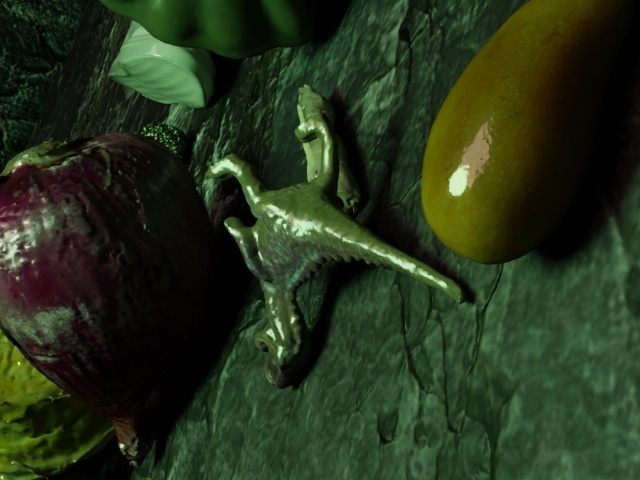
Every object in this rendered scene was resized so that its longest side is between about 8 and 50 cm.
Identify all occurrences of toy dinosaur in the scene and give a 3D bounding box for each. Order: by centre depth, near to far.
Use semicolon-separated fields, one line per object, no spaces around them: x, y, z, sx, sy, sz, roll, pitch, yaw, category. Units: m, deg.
0.003;0.000;0.778;0.251;0.072;0.199;-34;68;41;toy dinosaur

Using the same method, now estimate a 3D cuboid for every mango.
0.116;-0.074;0.590;0.184;0.085;0.102;-67;23;-6;mango

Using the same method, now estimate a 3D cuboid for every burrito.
0.004;-0.081;0.905;0.185;0.041;0.045;-102;-4;-50;burrito

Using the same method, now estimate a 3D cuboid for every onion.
-0.179;0.055;1.033;0.159;0.348;0.267;-12;19;30;onion

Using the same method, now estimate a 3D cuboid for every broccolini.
-0.277;-0.093;1.389;0.216;0.058;0.067;-24;58;12;broccolini

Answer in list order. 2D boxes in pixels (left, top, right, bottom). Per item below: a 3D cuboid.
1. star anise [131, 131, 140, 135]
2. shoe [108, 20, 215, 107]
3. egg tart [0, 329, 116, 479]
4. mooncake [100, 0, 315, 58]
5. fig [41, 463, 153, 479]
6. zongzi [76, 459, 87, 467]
-0.326;-0.071;1.541;0.257;0.110;0.198;-11;35;46;star anise
-0.196;-0.277;1.407;0.160;0.132;0.363;-66;19;-3;shoe
-0.318;0.111;1.113;0.116;0.295;0.294;113;168;-67;egg tart
-0.091;-0.361;0.994;0.351;0.351;0.187;-59;14;24;mooncake
-0.249;0.289;1.116;0.236;0.124;0.124;-19;51;34;fig
-0.396;0.191;1.188;0.174;0.393;0.356;33;103;26;zongzi
